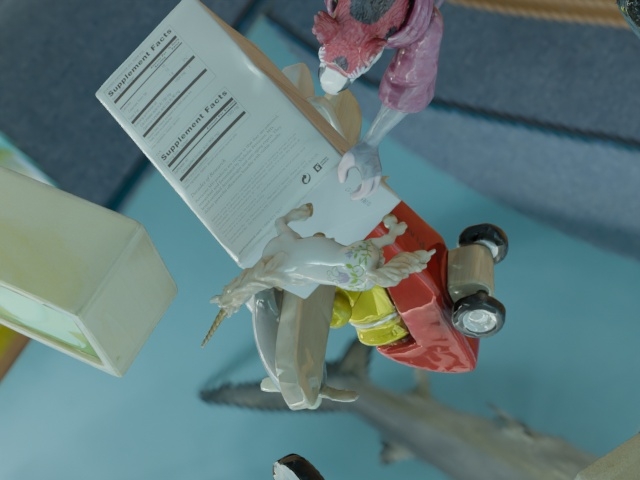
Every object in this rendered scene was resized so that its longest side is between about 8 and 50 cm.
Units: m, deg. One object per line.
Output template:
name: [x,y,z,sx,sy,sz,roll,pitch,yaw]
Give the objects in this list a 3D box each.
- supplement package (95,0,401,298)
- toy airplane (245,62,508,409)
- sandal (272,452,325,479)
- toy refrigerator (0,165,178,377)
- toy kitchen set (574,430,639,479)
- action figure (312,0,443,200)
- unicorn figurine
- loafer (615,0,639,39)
supplement package: [-0.068,-0.087,1.386,0.244,0.134,0.139,48,-172,29]
toy airplane: [0.000,0.000,1.682,0.386,0.272,0.384,-6,-112,-55]
sandal: [-0.002,0.195,0.830,0.067,0.040,0.179,27,142,50]
toy refrigerator: [-0.253,0.005,1.144,0.269,0.094,0.102,22,156,24]
toy kitchen set: [0.193,0.221,0.762,0.166,0.122,0.207,42,133,37]
action figure: [0.066,-0.220,1.242,0.248,0.276,0.370,51,-160,-18]
unicorn figurine: [-0.007,0.017,1.102,0.162,0.111,0.060,-9,112,28]
loafer: [0.380,-0.201,1.521,0.220,0.080,0.078,42,-174,-25]
